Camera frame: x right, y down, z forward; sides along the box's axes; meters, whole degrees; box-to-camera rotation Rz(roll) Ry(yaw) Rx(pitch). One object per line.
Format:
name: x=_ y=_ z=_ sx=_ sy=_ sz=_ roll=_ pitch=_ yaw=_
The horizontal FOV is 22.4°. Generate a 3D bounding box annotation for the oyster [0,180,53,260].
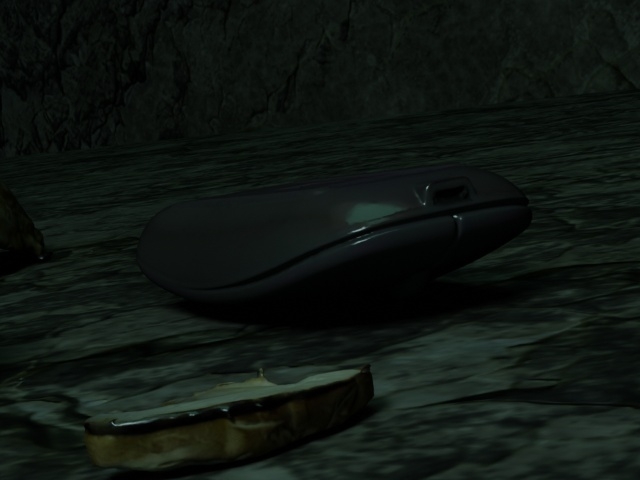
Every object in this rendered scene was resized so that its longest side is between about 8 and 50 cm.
oyster: x=-0.285 y=-0.009 z=1.086 sx=0.166 sy=0.094 sz=0.294 roll=-16 pitch=-1 yaw=12

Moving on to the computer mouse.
computer mouse: x=0.000 y=0.001 z=0.743 sx=0.120 sy=0.057 sz=0.232 roll=-12 pitch=5 yaw=-30

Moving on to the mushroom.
mushroom: x=-0.024 y=0.053 z=0.493 sx=0.101 sy=0.019 sz=0.049 roll=-10 pitch=7 yaw=-33
